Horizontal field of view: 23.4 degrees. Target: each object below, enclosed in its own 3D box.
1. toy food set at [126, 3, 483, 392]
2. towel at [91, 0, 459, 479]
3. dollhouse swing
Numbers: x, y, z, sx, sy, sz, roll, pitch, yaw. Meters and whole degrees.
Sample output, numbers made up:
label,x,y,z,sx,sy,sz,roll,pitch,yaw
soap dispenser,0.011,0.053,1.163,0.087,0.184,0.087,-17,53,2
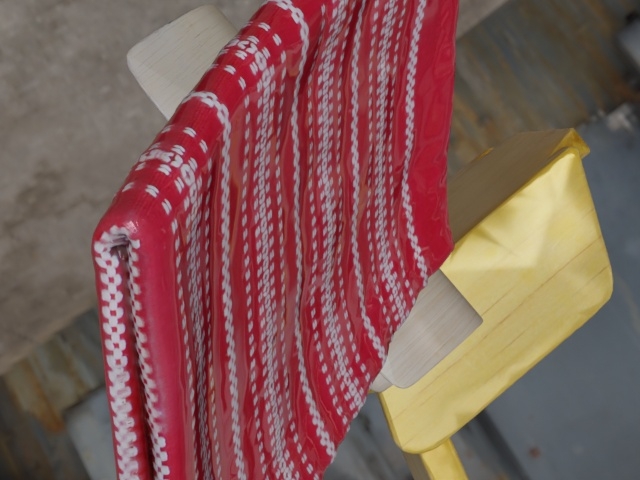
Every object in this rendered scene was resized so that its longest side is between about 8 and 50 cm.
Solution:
label,x,y,z,sx,sy,sz,roll,pitch,yaw
toy food set,-0.021,0.000,0.908,0.092,0.220,0.306,-40,176,-6
towel,0.000,0.000,0.527,0.275,0.031,0.199,-59,154,-51
dollhouse swing,0.171,0.117,1.373,0.315,0.305,0.347,-40,-175,-2
